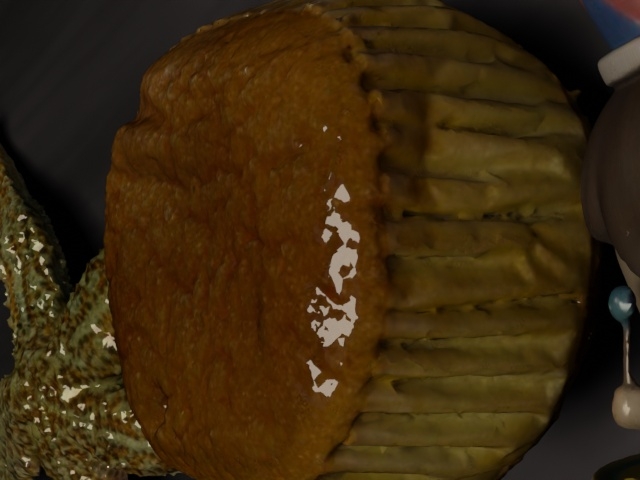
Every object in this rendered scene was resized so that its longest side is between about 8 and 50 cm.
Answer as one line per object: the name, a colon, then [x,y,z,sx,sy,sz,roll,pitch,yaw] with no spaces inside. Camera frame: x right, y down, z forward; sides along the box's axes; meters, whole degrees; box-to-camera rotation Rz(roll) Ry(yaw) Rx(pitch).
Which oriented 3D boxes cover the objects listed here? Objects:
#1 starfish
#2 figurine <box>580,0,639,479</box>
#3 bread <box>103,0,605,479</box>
starfish: [-0.127,0.105,1.004,0.347,0.078,0.357,2,100,41]
figurine: [0.165,0.014,0.646,0.158,0.161,0.275,7,99,58]
bread: [0.000,0.000,0.769,0.253,0.142,0.227,11,100,57]
